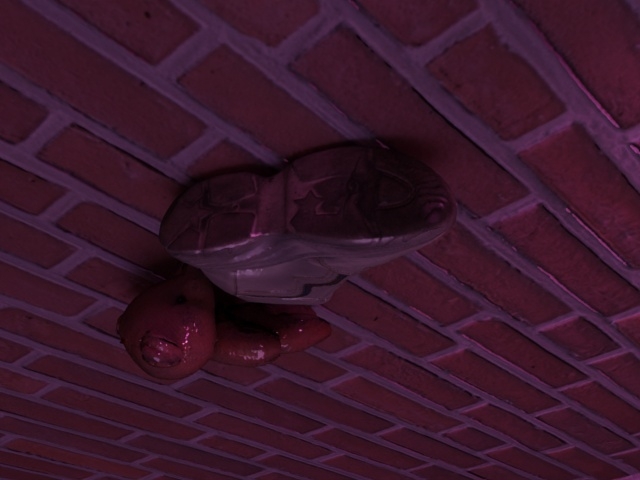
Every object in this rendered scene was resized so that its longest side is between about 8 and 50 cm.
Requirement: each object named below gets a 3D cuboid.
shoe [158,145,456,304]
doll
[{"bbox_3d":[0.000,0.000,0.910,0.342,0.132,0.210,-8,150,15],"label":"shoe"},{"bbox_3d":[-0.131,0.099,1.055,0.303,0.156,0.201,-6,-169,-29],"label":"doll"}]
